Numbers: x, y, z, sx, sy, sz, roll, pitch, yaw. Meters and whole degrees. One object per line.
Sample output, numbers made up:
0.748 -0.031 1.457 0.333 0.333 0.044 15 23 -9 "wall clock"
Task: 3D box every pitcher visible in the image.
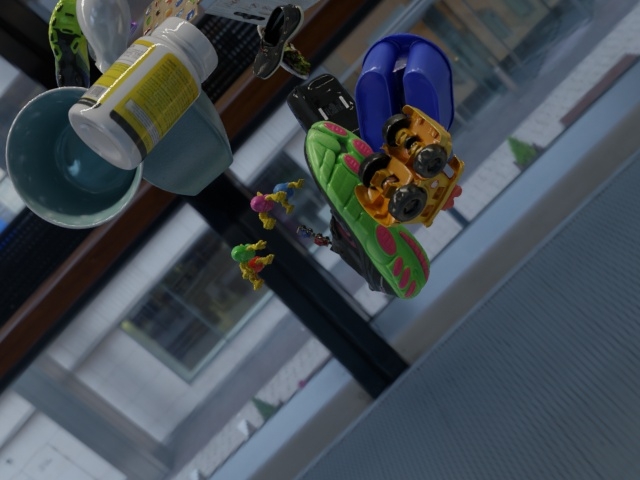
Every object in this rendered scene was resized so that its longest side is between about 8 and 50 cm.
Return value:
-0.533 -0.520 1.952 0.125 0.207 0.177 -29 41 -34 "pitcher"

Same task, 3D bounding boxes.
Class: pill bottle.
-0.246 -0.213 1.141 0.208 0.119 0.119 -53 15 -22 "pill bottle"

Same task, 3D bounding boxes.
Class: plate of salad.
-0.096 -0.528 2.223 0.048 0.200 0.200 -39 16 22 "plate of salad"

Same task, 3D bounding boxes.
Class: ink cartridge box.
-0.097 -0.500 1.579 0.232 0.189 0.066 -10 79 55 "ink cartridge box"

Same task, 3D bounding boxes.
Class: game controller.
0.025 -0.358 2.291 0.166 0.067 0.319 -25 52 -7 "game controller"

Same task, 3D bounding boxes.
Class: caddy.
0.224 -0.370 2.101 0.241 0.341 0.179 5 43 18 "caddy"

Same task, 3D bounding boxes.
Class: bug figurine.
-0.131 -0.026 1.816 0.279 0.072 0.216 -67 -11 5 "bug figurine"

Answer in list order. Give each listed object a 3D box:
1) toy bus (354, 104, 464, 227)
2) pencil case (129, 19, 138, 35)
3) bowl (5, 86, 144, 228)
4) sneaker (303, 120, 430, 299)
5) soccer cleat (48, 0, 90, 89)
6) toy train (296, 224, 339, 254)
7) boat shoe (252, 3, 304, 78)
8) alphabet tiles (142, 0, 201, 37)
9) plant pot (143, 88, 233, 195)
0.210 -0.135 1.594 0.149 0.211 0.220 53 124 41 "toy bus"
-0.618 -0.663 2.299 0.088 0.206 0.086 -42 3 18 "pencil case"
-0.535 -0.192 1.834 0.311 0.311 0.163 -45 5 9 "bowl"
0.075 -0.053 1.908 0.202 0.483 0.185 -9 25 47 "sneaker"
-0.638 -0.499 2.052 0.121 0.093 0.289 -101 17 -50 "soccer cleat"
0.000 0.000 2.288 0.036 0.158 0.027 -59 -7 -41 "toy train"
-0.074 -0.302 1.218 0.042 0.049 0.133 -10 -33 -43 "boat shoe"
-0.321 -0.514 1.774 0.237 0.009 0.198 -32 48 32 "alphabet tiles"
-0.366 -0.266 2.090 0.247 0.252 0.247 -39 32 11 "plant pot"
